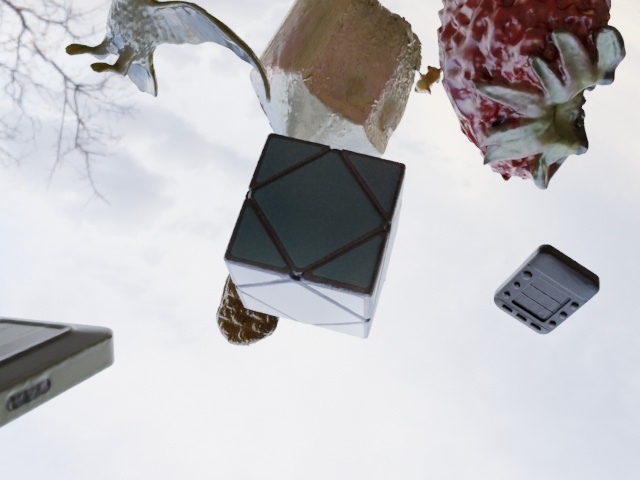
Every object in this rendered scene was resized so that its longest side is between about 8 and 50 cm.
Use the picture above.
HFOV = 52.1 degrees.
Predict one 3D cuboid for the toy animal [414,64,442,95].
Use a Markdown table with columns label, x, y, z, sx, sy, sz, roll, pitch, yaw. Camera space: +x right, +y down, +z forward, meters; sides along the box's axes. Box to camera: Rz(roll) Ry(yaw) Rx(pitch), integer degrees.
| label | x | y | z | sx | sy | sz | roll | pitch | yaw |
| --- | --- | --- | --- | --- | --- | --- | --- | --- | --- |
| toy animal | 0.256 | -0.376 | 1.536 | 0.061 | 0.081 | 0.083 | 56 | -151 | -10 |

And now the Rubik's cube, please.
| label | x | y | z | sx | sy | sz | roll | pitch | yaw |
| --- | --- | --- | --- | --- | --- | --- | --- | --- | --- |
| Rubik's cube | 0.000 | 0.000 | 0.940 | 0.204 | 0.207 | 0.205 | 14 | -114 | 8 |

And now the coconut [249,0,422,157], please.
| label | x | y | z | sx | sy | sz | roll | pitch | yaw |
| --- | --- | --- | --- | --- | --- | --- | --- | --- | --- |
| coconut | 0.026 | -0.289 | 1.229 | 0.297 | 0.310 | 0.297 | 23 | 170 | 4 |

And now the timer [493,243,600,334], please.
| label | x | y | z | sx | sy | sz | roll | pitch | yaw |
| --- | --- | --- | --- | --- | --- | --- | --- | --- | --- |
| timer | 0.457 | 0.100 | 1.339 | 0.144 | 0.187 | 0.055 | 32 | -138 | -1 |

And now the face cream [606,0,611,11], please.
| label | x | y | z | sx | sy | sz | roll | pitch | yaw |
| --- | --- | --- | --- | --- | --- | --- | --- | --- | --- |
| face cream | 0.372 | -0.372 | 1.132 | 0.269 | 0.107 | 0.073 | -31 | -148 | -5 |

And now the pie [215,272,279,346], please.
| label | x | y | z | sx | sy | sz | roll | pitch | yaw |
| --- | --- | --- | --- | --- | --- | --- | --- | --- | --- |
| pie | -0.162 | 0.149 | 1.502 | 0.195 | 0.195 | 0.046 | 48 | -164 | 32 |

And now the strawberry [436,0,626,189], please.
| label | x | y | z | sx | sy | sz | roll | pitch | yaw |
| --- | --- | --- | --- | --- | --- | --- | --- | --- | --- |
| strawberry | 0.177 | -0.210 | 0.699 | 0.137 | 0.234 | 0.307 | -11 | -131 | -6 |

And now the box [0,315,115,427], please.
| label | x | y | z | sx | sy | sz | roll | pitch | yaw |
| --- | --- | --- | --- | --- | --- | --- | --- | --- | --- |
| box | -0.601 | 0.213 | 1.126 | 0.372 | 0.091 | 0.367 | 3 | -170 | 18 |

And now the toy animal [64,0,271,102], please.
| label | x | y | z | sx | sy | sz | roll | pitch | yaw |
| --- | --- | --- | --- | --- | --- | --- | --- | --- | --- |
| toy animal | -0.144 | -0.164 | 0.497 | 0.219 | 0.095 | 0.155 | 40 | -171 | 13 |
